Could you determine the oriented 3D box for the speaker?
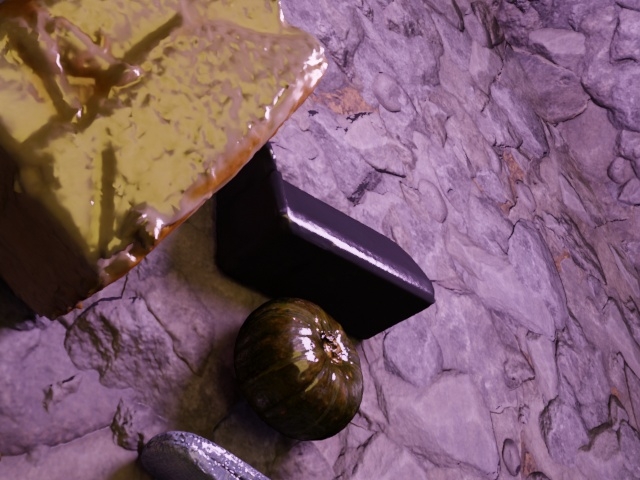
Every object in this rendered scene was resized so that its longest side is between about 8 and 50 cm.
[{"bbox_3d":[0.000,0.000,1.198,0.388,0.180,0.184,30,44,-31],"label":"speaker"}]

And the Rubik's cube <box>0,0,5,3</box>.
[{"bbox_3d":[-0.322,-0.447,1.036,0.290,0.291,0.291,17,57,-39],"label":"Rubik's cube"}]

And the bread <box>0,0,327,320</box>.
[{"bbox_3d":[-0.239,-0.137,0.820,0.279,0.371,0.390,43,62,-12],"label":"bread"}]

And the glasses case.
[{"bbox_3d":[-0.108,0.336,0.935,0.282,0.109,0.067,40,46,-22],"label":"glasses case"}]

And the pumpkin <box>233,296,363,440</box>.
[{"bbox_3d":[-0.034,0.190,1.064,0.224,0.157,0.223,41,28,-27],"label":"pumpkin"}]
